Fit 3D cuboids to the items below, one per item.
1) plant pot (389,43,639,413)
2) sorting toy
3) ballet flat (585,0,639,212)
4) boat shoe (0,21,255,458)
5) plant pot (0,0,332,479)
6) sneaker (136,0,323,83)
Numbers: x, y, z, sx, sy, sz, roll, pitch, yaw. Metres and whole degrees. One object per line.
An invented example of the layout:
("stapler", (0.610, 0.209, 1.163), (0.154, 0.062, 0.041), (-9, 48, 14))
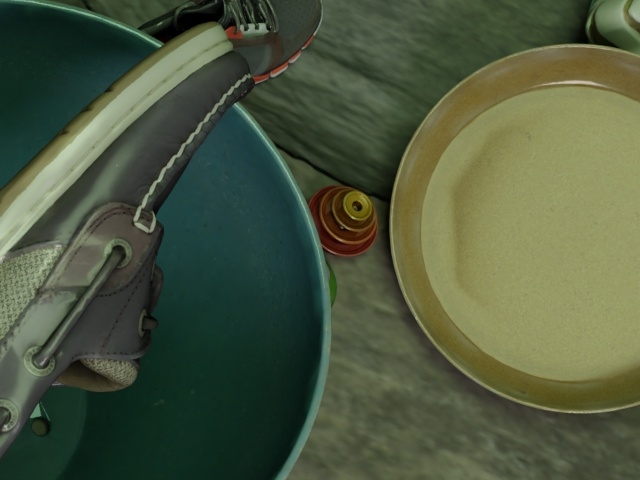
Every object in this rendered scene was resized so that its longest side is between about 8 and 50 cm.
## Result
("plant pot", (0.162, -0.008, 0.946), (0.236, 0.032, 0.236), (0, 81, 2))
("sorting toy", (0.000, 0.000, 0.915), (0.061, 0.042, 0.102), (35, 60, -6))
("ballet flat", (0.221, -0.116, 1.022), (0.087, 0.083, 0.247), (27, 56, -52))
("boat shoe", (-0.112, 0.028, 0.601), (0.092, 0.103, 0.285), (43, 63, -7))
("plant pot", (-0.165, 0.053, 0.735), (0.290, 0.195, 0.290), (9, 66, -20))
("sneaker", (-0.056, -0.131, 0.933), (0.158, 0.065, 0.061), (-29, 82, -29))
